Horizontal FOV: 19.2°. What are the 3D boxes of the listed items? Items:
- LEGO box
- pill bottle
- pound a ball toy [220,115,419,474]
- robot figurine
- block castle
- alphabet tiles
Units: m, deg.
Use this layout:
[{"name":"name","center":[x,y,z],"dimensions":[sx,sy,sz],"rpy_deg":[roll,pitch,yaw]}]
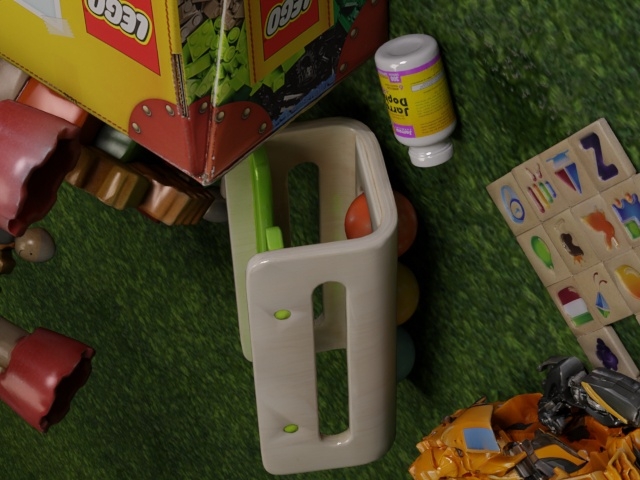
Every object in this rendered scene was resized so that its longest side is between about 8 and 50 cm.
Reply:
[{"name":"LEGO box","center":[-0.204,-0.322,1.232],"dimensions":[0.500,0.193,0.372],"rpy_deg":[32,145,27]},{"name":"pill bottle","center":[0.065,-0.092,1.257],"dimensions":[0.043,0.043,0.083],"rpy_deg":[25,138,51]},{"name":"pound a ball toy","center":[0.000,0.000,1.422],"dimensions":[0.319,0.135,0.208],"rpy_deg":[88,172,-50]},{"name":"robot figurine","center":[0.180,0.180,1.284],"dimensions":[0.211,0.085,0.291],"rpy_deg":[54,158,-7]},{"name":"block castle","center":[-0.236,0.019,1.449],"dimensions":[0.213,0.303,0.453],"rpy_deg":[30,-173,8]},{"name":"alphabet tiles","center":[0.204,0.020,1.163],"dimensions":[0.198,0.009,0.237],"rpy_deg":[59,155,1]}]
